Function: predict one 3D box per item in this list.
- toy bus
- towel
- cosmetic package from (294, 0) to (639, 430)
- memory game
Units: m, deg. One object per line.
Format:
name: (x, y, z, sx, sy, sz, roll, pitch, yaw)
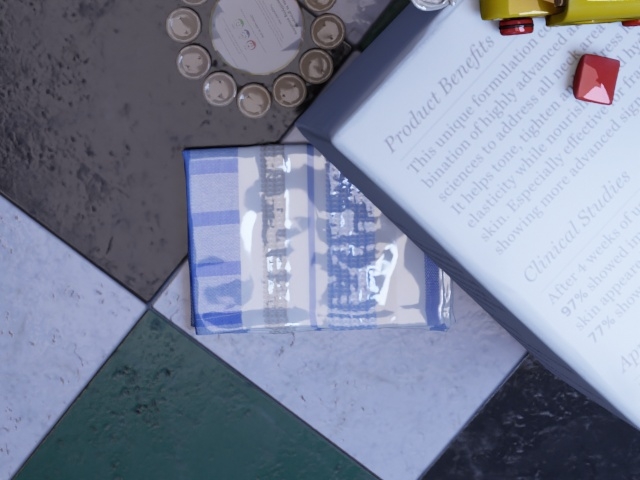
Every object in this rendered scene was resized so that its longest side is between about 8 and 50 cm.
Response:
toy bus: (0.199, -0.211, 1.064, 0.191, 0.104, 0.202, 40, 90, -7)
towel: (0.000, 0.000, 1.479, 0.285, 0.034, 0.209, -1, 101, -1)
cosmetic package: (0.237, -0.086, 1.295, 0.394, 0.327, 0.329, 43, 90, -8)
memory game: (-0.066, -0.219, 1.440, 0.186, 0.012, 0.186, 0, 102, -1)
